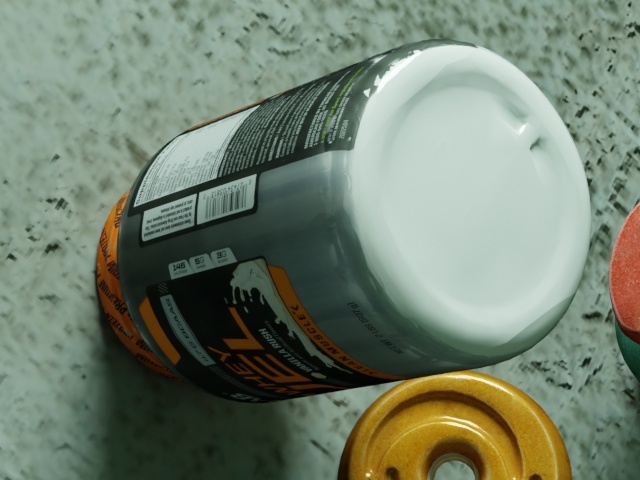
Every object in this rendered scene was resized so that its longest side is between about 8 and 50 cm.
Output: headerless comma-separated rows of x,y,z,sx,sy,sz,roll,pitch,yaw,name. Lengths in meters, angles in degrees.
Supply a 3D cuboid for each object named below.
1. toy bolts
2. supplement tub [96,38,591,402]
0.134,0.095,0.874,0.218,0.158,0.228,19,77,11,toy bolts
0.000,0.000,0.726,0.117,0.190,0.117,8,76,-34,supplement tub
